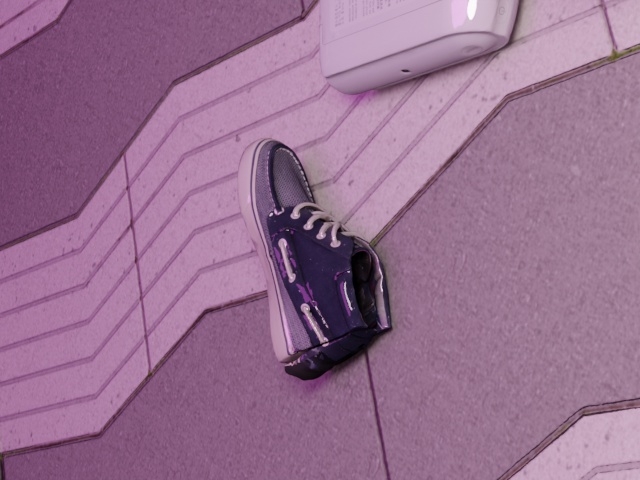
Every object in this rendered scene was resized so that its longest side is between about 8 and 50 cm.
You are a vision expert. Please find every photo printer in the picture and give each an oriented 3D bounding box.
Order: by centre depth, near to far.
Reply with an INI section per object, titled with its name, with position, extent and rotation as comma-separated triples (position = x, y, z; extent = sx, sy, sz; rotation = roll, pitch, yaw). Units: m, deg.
[photo printer]
position = 0.128, -0.337, 1.938
extent = 0.307, 0.107, 0.256
rotation = -14, 71, 50

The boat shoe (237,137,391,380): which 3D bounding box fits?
[boat shoe]
position = 0.000, 0.000, 2.034
extent = 0.158, 0.127, 0.341
rotation = -28, 68, 39
